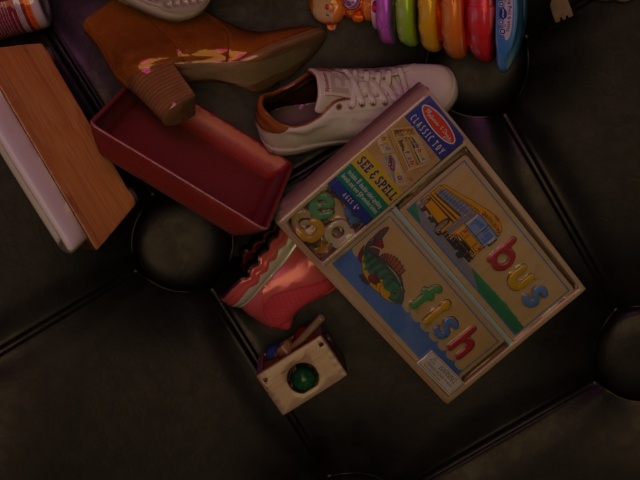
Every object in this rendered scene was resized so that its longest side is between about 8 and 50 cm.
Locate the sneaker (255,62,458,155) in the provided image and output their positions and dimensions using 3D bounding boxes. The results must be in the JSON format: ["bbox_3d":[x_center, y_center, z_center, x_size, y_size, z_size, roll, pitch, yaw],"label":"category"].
[{"bbox_3d":[0.051,-0.192,1.601,0.290,0.123,0.106,-16,67,1],"label":"sneaker"}]

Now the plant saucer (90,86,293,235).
[{"bbox_3d":[-0.172,-0.112,1.561,0.259,0.258,0.047,31,113,-6],"label":"plant saucer"}]

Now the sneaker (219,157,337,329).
[{"bbox_3d":[0.000,0.000,1.665,0.314,0.116,0.136,-45,112,9],"label":"sneaker"}]

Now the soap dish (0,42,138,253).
[{"bbox_3d":[-0.365,-0.125,1.571,0.118,0.229,0.291,-31,98,-13],"label":"soap dish"}]

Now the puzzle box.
[{"bbox_3d":[0.160,0.014,1.621,0.272,0.052,0.409,-41,116,4],"label":"puzzle box"}]

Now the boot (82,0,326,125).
[{"bbox_3d":[-0.160,-0.294,1.603,0.295,0.104,0.211,-28,70,-25],"label":"boot"}]

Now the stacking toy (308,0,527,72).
[{"bbox_3d":[0.130,-0.326,1.597,0.302,0.166,0.175,3,109,13],"label":"stacking toy"}]

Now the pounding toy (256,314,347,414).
[{"bbox_3d":[-0.027,0.166,1.657,0.130,0.141,0.100,-33,98,4],"label":"pounding toy"}]

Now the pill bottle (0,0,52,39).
[{"bbox_3d":[-0.456,-0.318,1.599,0.152,0.086,0.086,-15,99,0],"label":"pill bottle"}]

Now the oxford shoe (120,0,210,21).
[{"bbox_3d":[-0.336,-0.442,1.559,0.449,0.130,0.169,33,69,-3],"label":"oxford shoe"}]

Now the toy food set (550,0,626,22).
[{"bbox_3d":[0.405,-0.395,1.628,0.192,0.038,0.132,-17,109,16],"label":"toy food set"}]
